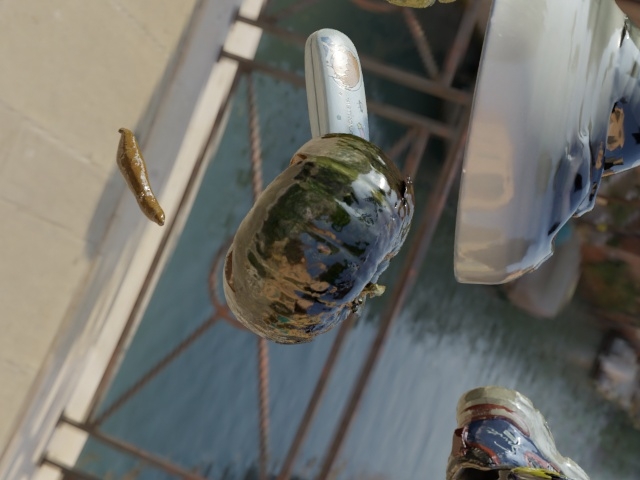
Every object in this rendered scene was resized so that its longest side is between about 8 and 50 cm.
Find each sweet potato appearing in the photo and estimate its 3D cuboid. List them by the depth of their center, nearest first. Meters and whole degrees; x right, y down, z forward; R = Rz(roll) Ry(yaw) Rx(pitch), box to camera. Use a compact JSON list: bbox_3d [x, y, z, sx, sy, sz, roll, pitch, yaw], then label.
[{"bbox_3d":[-0.160,-0.052,1.184,0.026,0.115,0.026,-19,150,-12],"label":"sweet potato"}]

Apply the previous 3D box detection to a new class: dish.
[{"bbox_3d":[0.183,-0.092,0.959,0.273,0.133,0.273,11,90,-79],"label":"dish"}]

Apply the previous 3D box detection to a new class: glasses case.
[{"bbox_3d":[0.019,-0.157,1.549,0.067,0.045,0.178,8,70,-44],"label":"glasses case"}]

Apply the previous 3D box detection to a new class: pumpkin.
[{"bbox_3d":[0.002,0.002,1.375,0.238,0.159,0.238,-50,-177,3],"label":"pumpkin"}]

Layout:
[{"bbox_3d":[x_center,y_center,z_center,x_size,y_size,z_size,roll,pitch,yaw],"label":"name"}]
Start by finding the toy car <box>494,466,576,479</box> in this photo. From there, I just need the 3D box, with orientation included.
[{"bbox_3d":[0.236,0.292,1.047,0.314,0.166,0.198,22,72,-29],"label":"toy car"}]

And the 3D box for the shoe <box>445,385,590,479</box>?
[{"bbox_3d":[0.195,0.256,1.304,0.227,0.099,0.125,56,33,-13],"label":"shoe"}]

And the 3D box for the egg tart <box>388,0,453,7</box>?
[{"bbox_3d":[0.124,-0.409,1.822,0.078,0.197,0.197,-60,160,-45],"label":"egg tart"}]
